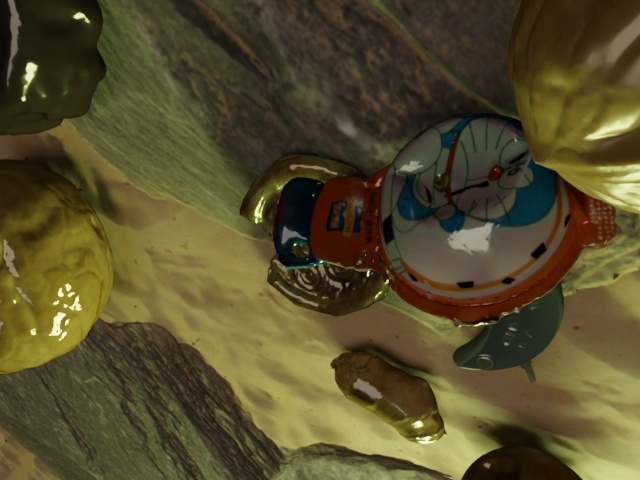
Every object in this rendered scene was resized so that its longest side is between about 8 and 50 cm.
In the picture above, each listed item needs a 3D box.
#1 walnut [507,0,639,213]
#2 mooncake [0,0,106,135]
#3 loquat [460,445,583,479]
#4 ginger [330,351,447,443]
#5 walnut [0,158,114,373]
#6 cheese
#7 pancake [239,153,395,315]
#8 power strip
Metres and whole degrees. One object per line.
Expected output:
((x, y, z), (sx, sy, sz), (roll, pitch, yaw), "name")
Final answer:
((0.249, -0.134, 0.309), (0.261, 0.225, 0.225), (-41, 97, 12), "walnut")
((-0.388, -0.269, 0.578), (0.282, 0.141, 0.283), (9, 111, 23), "mooncake")
((0.276, 0.376, 0.623), (0.179, 0.179, 0.227), (-24, 108, 33), "loquat")
((0.099, 0.217, 0.677), (0.190, 0.069, 0.095), (31, 147, 5), "ginger")
((-0.460, 0.034, 0.716), (0.277, 0.252, 0.313), (0, 114, 37), "walnut")
((0.100, -0.024, 0.479), (0.329, 0.217, 0.129), (-1, 156, 29), "cheese")
((0.000, 0.000, 0.623), (0.211, 0.029, 0.235), (-12, 114, 28), "pancake")
((0.208, 0.079, 0.563), (0.137, 0.044, 0.216), (-8, 113, 27), "power strip")
